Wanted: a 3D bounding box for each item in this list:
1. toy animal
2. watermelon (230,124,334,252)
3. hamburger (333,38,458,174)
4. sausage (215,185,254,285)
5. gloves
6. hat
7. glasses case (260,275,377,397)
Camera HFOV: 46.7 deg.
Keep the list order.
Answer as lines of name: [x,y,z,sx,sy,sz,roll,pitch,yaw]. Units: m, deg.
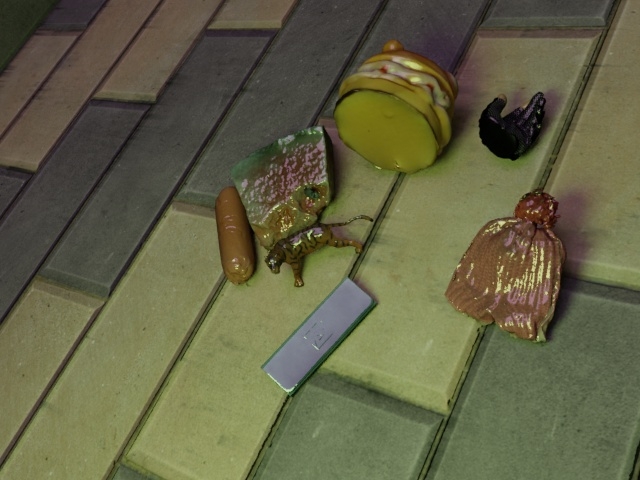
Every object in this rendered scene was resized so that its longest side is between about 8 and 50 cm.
toy animal: [-0.004,-0.005,1.678,0.255,0.116,0.114,-30,48,6]
watermelon: [-0.078,-0.158,1.812,0.264,0.151,0.302,-24,48,12]
hamburger: [0.187,-0.315,1.715,0.276,0.276,0.237,4,50,32]
sausage: [-0.212,-0.015,1.826,0.086,0.086,0.289,-25,48,11]
gloves: [0.435,-0.261,1.650,0.129,0.106,0.180,21,40,38]
hat: [0.379,0.036,1.429,0.236,0.107,0.286,24,94,39]
glasses case: [-0.008,0.197,1.569,0.266,0.056,0.105,-47,46,-9]
